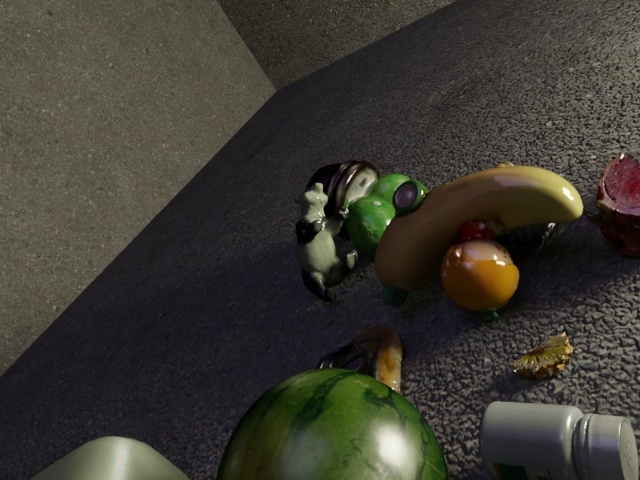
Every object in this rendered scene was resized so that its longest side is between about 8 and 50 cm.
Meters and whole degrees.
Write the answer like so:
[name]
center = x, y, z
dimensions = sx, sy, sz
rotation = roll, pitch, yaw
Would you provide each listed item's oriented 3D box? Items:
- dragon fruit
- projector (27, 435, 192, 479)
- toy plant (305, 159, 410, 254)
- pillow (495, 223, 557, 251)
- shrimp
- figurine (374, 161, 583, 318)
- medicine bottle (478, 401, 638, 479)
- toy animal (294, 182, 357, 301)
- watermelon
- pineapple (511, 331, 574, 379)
[dragon fruit]
center = 0.408, -0.036, 0.679
dimensions = 0.096, 0.102, 0.147
rotation = -32, 30, 13
[projector]
center = -0.251, 0.414, 0.546
dimensions = 0.249, 0.248, 0.249
rotation = -34, 26, 3
[toy plant]
center = 0.088, -0.075, 1.072
dimensions = 0.235, 0.175, 0.218
rotation = 18, 47, 29
[pillow]
center = 0.295, -0.028, 0.851
dimensions = 0.208, 0.055, 0.141
rotation = 1, 37, 50
[shrimp]
center = 0.053, 0.207, 0.754
dimensions = 0.152, 0.046, 0.219
rotation = -26, 23, 18
[figurine]
center = 0.219, 0.003, 0.755
dimensions = 0.324, 0.124, 0.222
rotation = -20, 56, 39
[medicine bottle]
center = 0.232, 0.204, 0.501
dimensions = 0.130, 0.080, 0.080
rotation = -11, 35, 41
[toy animal]
center = 0.000, 0.000, 1.001
dimensions = 0.094, 0.225, 0.121
rotation = -20, 17, -29
[watermelon]
center = 0.013, 0.254, 0.513
dimensions = 0.242, 0.242, 0.242
rotation = -28, 27, 16
[pineapple]
center = 0.276, 0.145, 0.618
dimensions = 0.083, 0.019, 0.045
rotation = -32, 23, 3
